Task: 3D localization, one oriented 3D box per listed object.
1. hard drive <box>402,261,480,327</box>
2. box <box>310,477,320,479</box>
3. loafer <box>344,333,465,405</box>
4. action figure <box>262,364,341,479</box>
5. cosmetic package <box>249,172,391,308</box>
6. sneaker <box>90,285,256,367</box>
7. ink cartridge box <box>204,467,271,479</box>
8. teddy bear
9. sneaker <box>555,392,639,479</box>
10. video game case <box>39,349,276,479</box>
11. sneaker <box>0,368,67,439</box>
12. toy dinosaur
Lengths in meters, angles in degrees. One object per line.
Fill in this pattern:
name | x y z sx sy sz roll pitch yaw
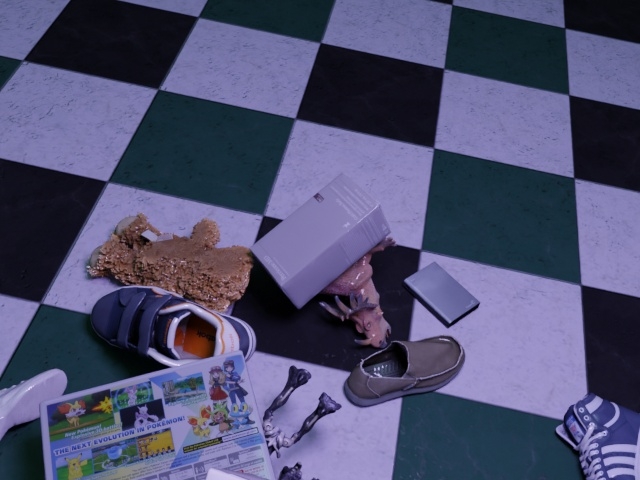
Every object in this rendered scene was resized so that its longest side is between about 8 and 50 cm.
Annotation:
hard drive | 0.249 0.111 1.635 0.094 0.022 0.135 -28 58 -31
box | 0.022 0.519 1.155 0.270 0.060 0.216 41 52 9
loafer | 0.166 0.231 1.465 0.251 0.087 0.094 -18 53 -24
action figure | -0.088 0.346 1.287 0.164 0.141 0.275 37 68 14
cosmetic package | 0.000 0.000 1.497 0.238 0.107 0.127 -39 52 -9
sneaker | -0.280 0.149 1.390 0.321 0.127 0.126 8 88 17
ink cartridge box | -0.120 0.475 0.977 0.119 0.207 0.353 16 75 16
teddy bear | -0.293 0.050 1.559 0.338 0.113 0.245 5 41 6
sneaker | 0.479 0.382 1.369 0.153 0.099 0.282 29 42 10
video game case | -0.244 0.337 1.191 0.329 0.036 0.300 -14 55 -8
sneaker | -0.532 0.272 1.325 0.094 0.080 0.212 29 50 32
toy dinosaur | 0.023 0.074 1.570 0.296 0.127 0.200 21 56 18
